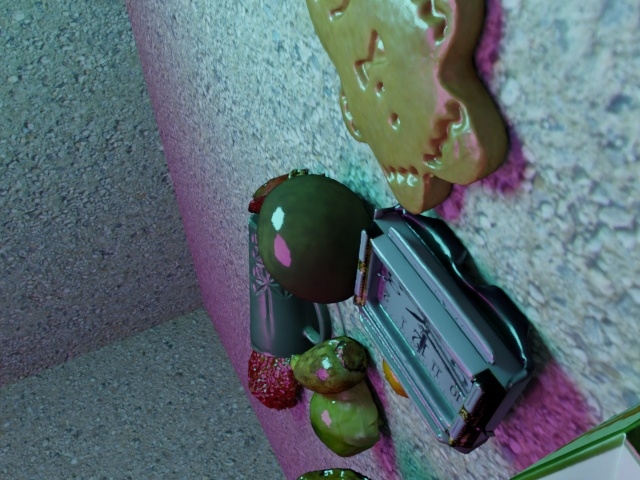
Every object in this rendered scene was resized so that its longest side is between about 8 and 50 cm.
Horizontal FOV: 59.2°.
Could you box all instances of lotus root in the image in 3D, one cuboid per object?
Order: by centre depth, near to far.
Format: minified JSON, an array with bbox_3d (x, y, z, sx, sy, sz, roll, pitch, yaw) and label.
[{"bbox_3d":[0.007,0.233,1.037,0.191,0.108,0.094,-27,88,49],"label":"lotus root"}]

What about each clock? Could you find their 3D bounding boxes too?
[{"bbox_3d":[0.131,0.099,0.638,0.253,0.083,0.186,57,159,33],"label":"clock"}]

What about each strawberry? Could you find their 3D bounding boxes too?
[{"bbox_3d":[-0.157,0.393,1.695,0.233,0.138,0.306,61,162,26],"label":"strawberry"}]

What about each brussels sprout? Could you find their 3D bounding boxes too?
[{"bbox_3d":[0.041,0.332,1.082,0.151,0.122,0.149,42,151,56],"label":"brussels sprout"}]

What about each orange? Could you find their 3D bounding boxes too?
[{"bbox_3d":[0.121,0.172,0.751,0.083,0.070,0.083,57,-177,-4],"label":"orange"}]

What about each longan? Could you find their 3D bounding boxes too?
[{"bbox_3d":[0.000,0.000,0.791,0.204,0.159,0.185,17,-130,-65],"label":"longan"}]

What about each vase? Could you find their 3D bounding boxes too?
[{"bbox_3d":[-0.070,0.091,1.127,0.251,0.156,0.301,25,129,43],"label":"vase"}]

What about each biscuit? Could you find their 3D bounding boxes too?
[{"bbox_3d":[0.059,-0.202,0.565,0.355,0.052,0.275,67,161,2],"label":"biscuit"}]

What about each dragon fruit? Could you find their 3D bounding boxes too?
[{"bbox_3d":[-0.053,-0.058,0.939,0.192,0.092,0.122,-1,95,64],"label":"dragon fruit"}]

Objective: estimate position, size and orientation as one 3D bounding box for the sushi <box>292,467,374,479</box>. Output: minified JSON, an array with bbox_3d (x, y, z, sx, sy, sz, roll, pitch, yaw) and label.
[{"bbox_3d":[0.108,0.493,0.912,0.348,0.234,0.207,17,126,38],"label":"sushi"}]

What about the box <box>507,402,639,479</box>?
[{"bbox_3d":[0.239,0.189,0.325,0.195,0.148,0.177,60,157,26],"label":"box"}]
